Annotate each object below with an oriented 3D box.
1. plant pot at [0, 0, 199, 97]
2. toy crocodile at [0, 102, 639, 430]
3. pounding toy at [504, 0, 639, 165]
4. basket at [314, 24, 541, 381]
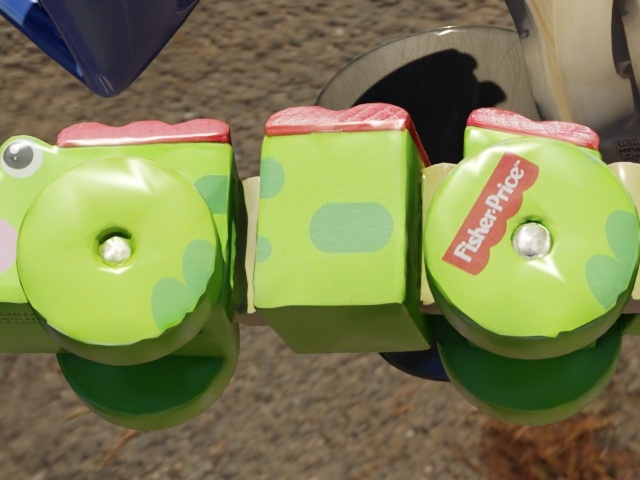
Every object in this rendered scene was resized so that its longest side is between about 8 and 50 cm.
[{"bbox_3d":[-0.124,-0.246,0.880,0.236,0.236,0.212,40,78,21],"label":"plant pot"},{"bbox_3d":[0.000,0.000,0.652,0.340,0.115,0.105,-1,71,6],"label":"toy crocodile"},{"bbox_3d":[0.211,-0.069,0.955,0.155,0.154,0.269,-6,106,47],"label":"pounding toy"},{"bbox_3d":[0.093,-0.022,1.430,0.204,0.227,0.154,-14,135,15],"label":"basket"}]
